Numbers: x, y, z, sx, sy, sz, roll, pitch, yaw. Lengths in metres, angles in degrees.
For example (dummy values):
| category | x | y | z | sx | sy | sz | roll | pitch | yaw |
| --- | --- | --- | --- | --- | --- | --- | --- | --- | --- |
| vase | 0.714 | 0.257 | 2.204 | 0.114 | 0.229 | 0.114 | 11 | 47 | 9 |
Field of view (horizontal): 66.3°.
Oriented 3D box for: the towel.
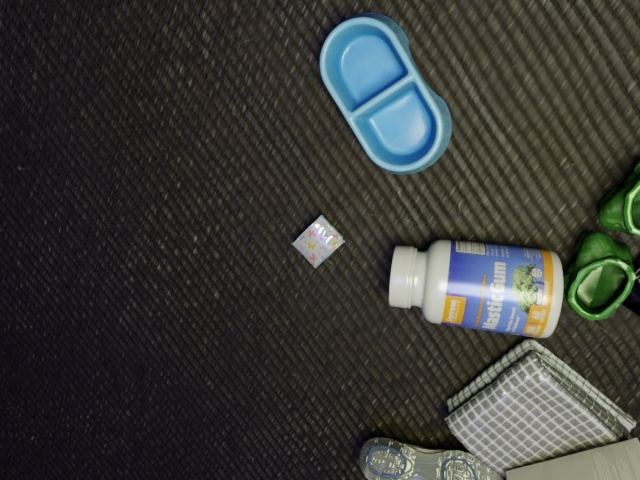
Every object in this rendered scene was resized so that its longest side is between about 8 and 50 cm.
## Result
| category | x | y | z | sx | sy | sz | roll | pitch | yaw |
| --- | --- | --- | --- | --- | --- | --- | --- | --- | --- |
| towel | 0.416 | 0.355 | 0.922 | 0.284 | 0.121 | 0.235 | 40 | 112 | 0 |

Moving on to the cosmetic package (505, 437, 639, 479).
| category | x | y | z | sx | sy | sz | roll | pitch | yaw |
| --- | --- | --- | --- | --- | --- | --- | --- | --- | --- |
| cosmetic package | 0.453 | 0.439 | 0.827 | 0.238 | 0.107 | 0.127 | -33 | 107 | 25 |

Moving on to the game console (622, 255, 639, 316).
| category | x | y | z | sx | sy | sz | roll | pitch | yaw |
| --- | --- | --- | --- | --- | --- | --- | --- | --- | --- |
| game console | 0.704 | 0.109 | 0.816 | 0.361 | 0.044 | 0.213 | 34 | 112 | 2 |

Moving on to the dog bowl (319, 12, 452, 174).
| category | x | y | z | sx | sy | sz | roll | pitch | yaw |
| --- | --- | --- | --- | --- | --- | --- | --- | --- | --- |
| dog bowl | 0.108 | -0.247 | 0.842 | 0.166 | 0.074 | 0.297 | -30 | 98 | 20 |

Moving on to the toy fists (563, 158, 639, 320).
| category | x | y | z | sx | sy | sz | roll | pitch | yaw |
| --- | --- | --- | --- | --- | --- | --- | --- | --- | --- |
| toy fists | 0.480 | -0.006 | 0.788 | 0.096 | 0.142 | 0.279 | 30 | 112 | 22 |

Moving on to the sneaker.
| category | x | y | z | sx | sy | sz | roll | pitch | yaw |
| --- | --- | --- | --- | --- | --- | --- | --- | --- | --- |
| sneaker | 0.232 | 0.469 | 1.003 | 0.297 | 0.129 | 0.111 | 12 | 75 | 19 |

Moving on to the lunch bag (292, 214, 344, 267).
| category | x | y | z | sx | sy | sz | roll | pitch | yaw |
| --- | --- | --- | --- | --- | --- | --- | --- | --- | --- |
| lunch bag | 0.000 | 0.000 | 0.956 | 0.071 | 0.053 | 0.083 | 45 | 121 | 0 |

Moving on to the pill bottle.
| category | x | y | z | sx | sy | sz | roll | pitch | yaw |
| --- | --- | --- | --- | --- | --- | --- | --- | --- | --- |
| pill bottle | 0.262 | 0.078 | 0.860 | 0.272 | 0.152 | 0.152 | 6 | 108 | 12 |
